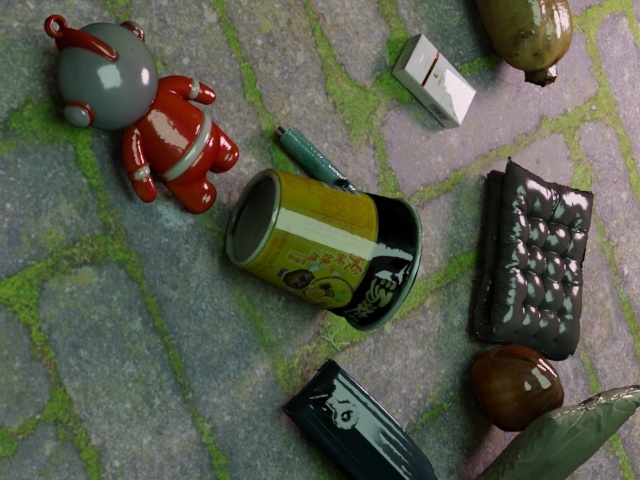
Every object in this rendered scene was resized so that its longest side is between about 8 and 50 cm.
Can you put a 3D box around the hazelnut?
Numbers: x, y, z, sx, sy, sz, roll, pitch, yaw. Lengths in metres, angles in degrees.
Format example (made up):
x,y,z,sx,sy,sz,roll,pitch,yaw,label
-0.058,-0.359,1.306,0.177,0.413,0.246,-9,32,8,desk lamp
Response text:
x,y,z,sx,sy,sz,roll,pitch,yaw,label
0.336,0.246,1.845,0.150,0.150,0.150,6,81,-38,hazelnut

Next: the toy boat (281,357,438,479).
x,y,z,sx,sy,sz,roll,pitch,yaw,label
0.077,0.315,1.636,0.114,0.122,0.296,-45,103,-10,toy boat

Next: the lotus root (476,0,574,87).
x,y,z,sx,sy,sz,roll,pitch,yaw,label
0.365,-0.413,1.954,0.160,0.146,0.284,-24,103,-21,lotus root

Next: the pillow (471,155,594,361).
x,y,z,sx,sy,sz,roll,pitch,yaw,label
0.384,0.039,1.943,0.228,0.101,0.326,17,72,-33,pillow

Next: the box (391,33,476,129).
x,y,z,sx,sy,sz,roll,pitch,yaw,label
0.196,-0.272,1.865,0.154,0.040,0.084,41,64,-27,box

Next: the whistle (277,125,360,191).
x,y,z,sx,sy,sz,roll,pitch,yaw,label
0.002,-0.112,1.687,0.186,0.039,0.039,43,60,-27,whistle

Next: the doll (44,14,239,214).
x,y,z,sx,sy,sz,roll,pitch,yaw,label
-0.247,-0.178,1.460,0.336,0.105,0.199,45,60,-35,doll

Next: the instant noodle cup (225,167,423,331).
x,y,z,sx,sy,sz,roll,pitch,yaw,label
0.000,0.000,1.580,0.236,0.215,0.215,21,71,-27,instant noodle cup

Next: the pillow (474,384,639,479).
x,y,z,sx,sy,sz,roll,pitch,yaw,label
0.393,0.342,1.829,0.281,0.274,0.076,-7,52,-40,pillow
